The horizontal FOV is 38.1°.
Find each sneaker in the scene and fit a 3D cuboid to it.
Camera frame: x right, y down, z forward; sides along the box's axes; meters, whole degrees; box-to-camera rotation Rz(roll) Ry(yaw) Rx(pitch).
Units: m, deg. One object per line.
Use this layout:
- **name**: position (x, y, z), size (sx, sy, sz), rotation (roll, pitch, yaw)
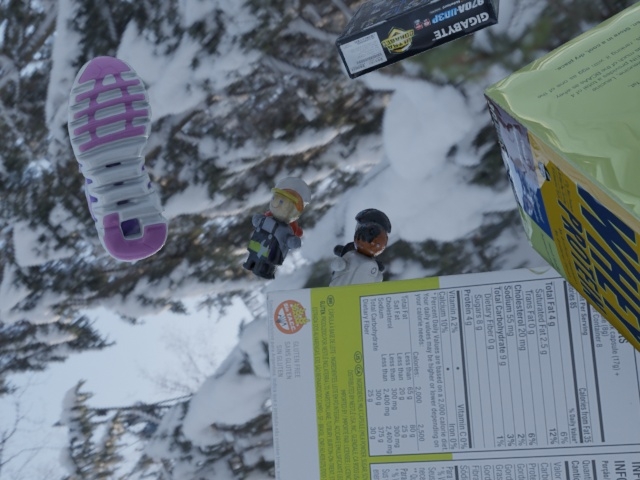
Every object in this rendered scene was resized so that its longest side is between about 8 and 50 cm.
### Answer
- **sneaker**: position (-0.246, -0.097, 1.085), size (0.095, 0.104, 0.236), rotation (-13, -71, -21)

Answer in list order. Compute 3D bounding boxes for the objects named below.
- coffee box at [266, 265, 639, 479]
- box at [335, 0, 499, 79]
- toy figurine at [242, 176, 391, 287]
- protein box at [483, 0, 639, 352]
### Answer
- **coffee box**: position (0.166, 0.219, 0.894), size (0.337, 0.334, 0.338), rotation (29, -124, -69)
- **box**: position (0.120, -0.268, 1.089), size (0.220, 0.175, 0.051), rotation (-67, -44, -63)
- **toy figurine**: position (0.000, 0.000, 1.369), size (0.213, 0.148, 0.209), rotation (24, -175, 1)
- **protein box**: position (0.237, -0.038, 0.511), size (0.201, 0.200, 0.136), rotation (56, 175, 50)
